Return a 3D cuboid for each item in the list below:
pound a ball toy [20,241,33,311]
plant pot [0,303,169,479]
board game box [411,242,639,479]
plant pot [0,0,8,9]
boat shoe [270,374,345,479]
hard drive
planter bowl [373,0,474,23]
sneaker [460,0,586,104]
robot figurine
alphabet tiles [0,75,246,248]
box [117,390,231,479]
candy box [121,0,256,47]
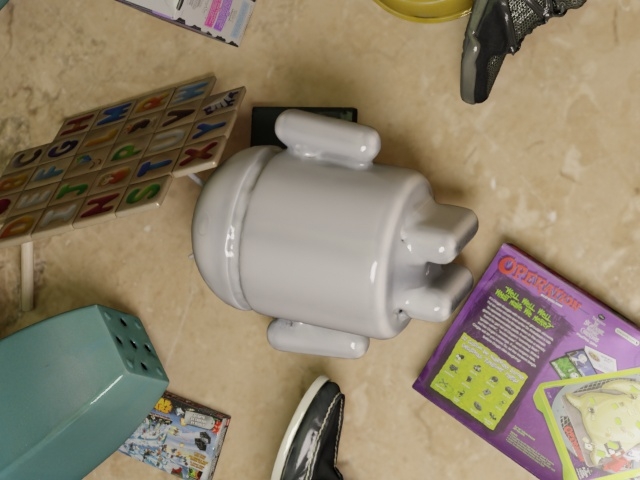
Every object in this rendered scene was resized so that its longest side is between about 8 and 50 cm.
[{"bbox_3d":[-0.476,0.072,1.736,0.208,0.136,0.319,6,101,3],"label":"pound a ball toy"},{"bbox_3d":[-0.321,0.193,1.675,0.234,0.166,0.165,-35,65,13],"label":"plant pot"},{"bbox_3d":[0.300,0.180,1.522,0.347,0.056,0.208,35,105,17],"label":"board game box"},{"bbox_3d":[-0.523,-0.392,1.733,0.293,0.235,0.293,-1,88,19],"label":"plant pot"},{"bbox_3d":[-0.004,0.332,1.587,0.113,0.127,0.340,18,97,18],"label":"boat shoe"},{"bbox_3d":[-0.023,-0.118,1.657,0.135,0.022,0.094,3,90,20],"label":"hard drive"},{"bbox_3d":[0.123,-0.371,1.574,0.217,0.090,0.217,-1,88,21],"label":"planter bowl"},{"bbox_3d":[0.236,-0.254,1.530,0.130,0.087,0.227,19,105,8],"label":"sneaker"},{"bbox_3d":[0.000,0.000,1.552,0.353,0.200,0.300,11,109,19],"label":"robot figurine"},{"bbox_3d":[-0.259,-0.100,1.631,0.342,0.285,0.011,-14,123,21],"label":"alphabet tiles"},{"bbox_3d":[-0.190,0.247,1.708,0.137,0.027,0.094,19,95,20],"label":"box"},{"bbox_3d":[-0.193,-0.307,1.631,0.165,0.196,0.070,22,96,19],"label":"candy box"}]
